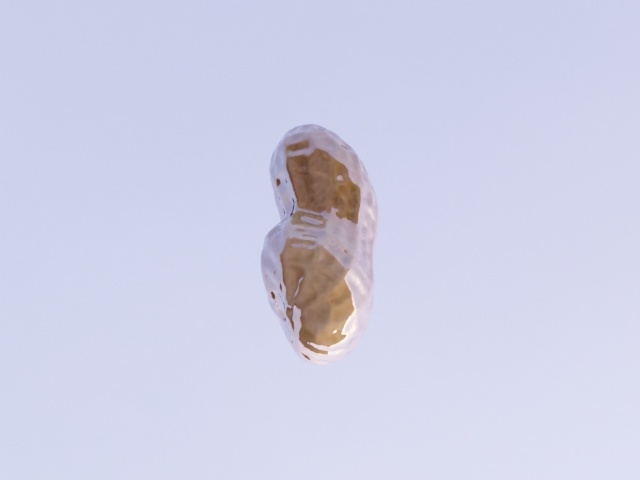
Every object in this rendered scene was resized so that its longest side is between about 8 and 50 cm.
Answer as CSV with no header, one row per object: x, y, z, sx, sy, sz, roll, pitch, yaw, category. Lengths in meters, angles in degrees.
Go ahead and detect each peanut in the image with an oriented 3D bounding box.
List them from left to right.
0.000,0.000,1.175,0.110,0.233,0.197,4,-20,4,peanut
